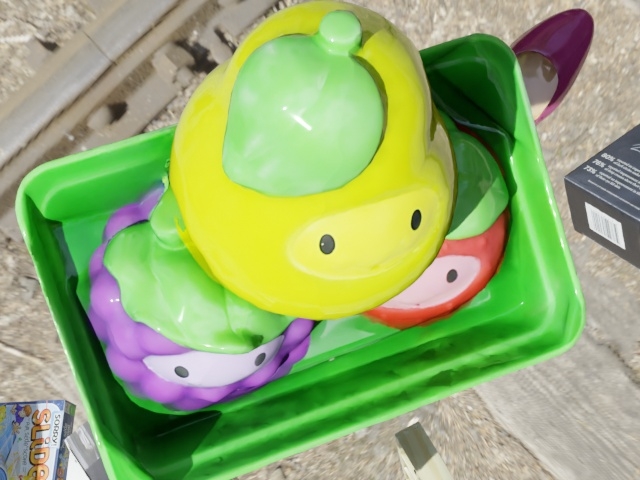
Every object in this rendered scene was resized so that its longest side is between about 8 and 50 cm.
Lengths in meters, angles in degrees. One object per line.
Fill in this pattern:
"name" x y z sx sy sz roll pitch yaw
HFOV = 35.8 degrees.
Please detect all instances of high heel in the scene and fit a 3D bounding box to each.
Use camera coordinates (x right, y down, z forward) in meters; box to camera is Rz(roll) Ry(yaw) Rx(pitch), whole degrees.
"high heel" 0.293 -0.203 1.536 0.127 0.181 0.377 37 105 1

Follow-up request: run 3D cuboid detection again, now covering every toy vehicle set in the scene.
"toy vehicle set" 0.162 0.350 1.316 0.035 0.267 0.166 -29 65 -6

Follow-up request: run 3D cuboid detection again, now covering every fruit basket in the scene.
"fruit basket" 0.000 0.000 0.663 0.392 0.392 0.283 -17 97 4

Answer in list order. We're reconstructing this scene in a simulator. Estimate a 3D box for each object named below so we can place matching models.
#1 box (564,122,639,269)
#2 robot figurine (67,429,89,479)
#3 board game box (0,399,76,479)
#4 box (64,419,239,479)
"box" 0.468 -0.074 1.367 0.207 0.108 0.153 -33 39 -12
"robot figurine" -0.333 0.391 1.744 0.174 0.278 0.209 -31 76 32
"board game box" -0.415 0.323 1.360 0.136 0.035 0.201 -6 65 15
"box" -0.178 0.337 1.298 0.076 0.307 0.242 -40 73 2
